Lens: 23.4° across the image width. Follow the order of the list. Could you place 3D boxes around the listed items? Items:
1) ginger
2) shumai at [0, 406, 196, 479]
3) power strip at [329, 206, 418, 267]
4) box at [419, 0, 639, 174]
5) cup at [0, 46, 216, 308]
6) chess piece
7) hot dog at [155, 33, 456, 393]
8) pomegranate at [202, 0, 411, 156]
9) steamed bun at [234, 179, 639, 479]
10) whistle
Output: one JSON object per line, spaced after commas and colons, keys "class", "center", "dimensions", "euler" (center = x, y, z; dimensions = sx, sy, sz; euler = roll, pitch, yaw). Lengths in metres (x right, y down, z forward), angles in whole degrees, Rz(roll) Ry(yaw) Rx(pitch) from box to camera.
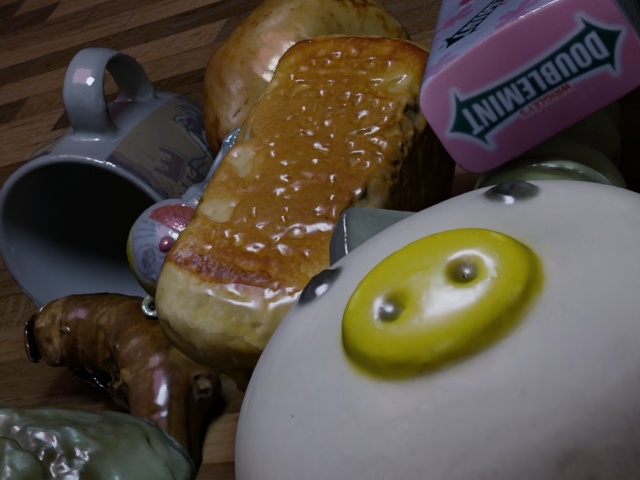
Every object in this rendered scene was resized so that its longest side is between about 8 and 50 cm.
{"class": "ginger", "center": [-0.187, 0.124, 1.553], "dimensions": [0.133, 0.107, 0.309], "euler": [-31, 31, -24]}
{"class": "shumai", "center": [-0.163, 0.285, 1.173], "dimensions": [0.288, 0.292, 0.330], "euler": [11, 30, 42]}
{"class": "power strip", "center": [0.151, 0.034, 1.247], "dimensions": [0.288, 0.053, 0.093], "euler": [5, 57, -13]}
{"class": "box", "center": [0.197, -0.203, 1.419], "dimensions": [0.190, 0.112, 0.370], "euler": [-29, 18, 18]}
{"class": "cup", "center": [-0.219, -0.088, 1.709], "dimensions": [0.227, 0.301, 0.257], "euler": [1, 33, 13]}
{"class": "chess piece", "center": [0.222, -0.074, 1.426], "dimensions": [0.144, 0.144, 0.251], "euler": [-18, 27, 26]}
{"class": "hot dog", "center": [0.002, 0.000, 1.429], "dimensions": [0.185, 0.223, 0.405], "euler": [8, 46, 19]}
{"class": "pomegranate", "center": [-0.009, -0.159, 1.667], "dimensions": [0.248, 0.248, 0.248], "euler": [-25, 31, 16]}
{"class": "steamed bun", "center": [0.123, 0.123, 1.048], "dimensions": [0.374, 0.334, 0.334], "euler": [-25, 31, 4]}
{"class": "whistle", "center": [-0.114, -0.022, 1.527], "dimensions": [0.123, 0.123, 0.223], "euler": [18, 73, 54]}
